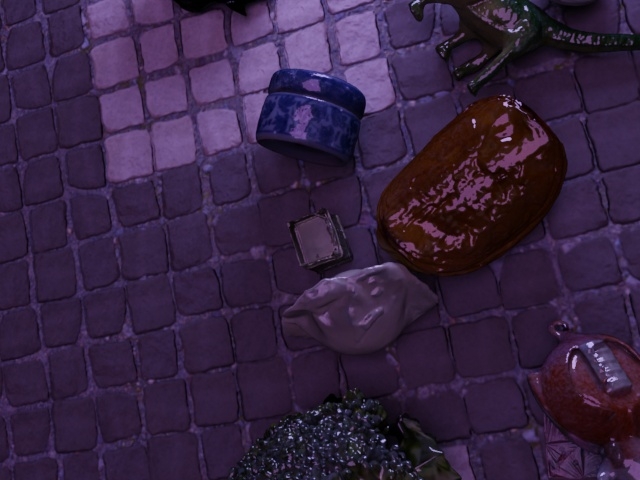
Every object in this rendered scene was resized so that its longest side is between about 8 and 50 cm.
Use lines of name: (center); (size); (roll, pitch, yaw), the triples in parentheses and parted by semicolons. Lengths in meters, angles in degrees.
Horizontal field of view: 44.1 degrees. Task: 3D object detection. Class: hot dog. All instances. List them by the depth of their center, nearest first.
hot dog: (0.202, -0.067, 1.092); (0.272, 0.122, 0.196); (-46, 72, 11)

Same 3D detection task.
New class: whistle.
whistle: (0.369, 0.240, 0.971); (0.133, 0.142, 0.346); (-62, 39, 41)

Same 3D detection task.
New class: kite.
kite: (0.357, 0.263, 1.067); (0.137, 0.005, 0.152); (40, 94, 16)

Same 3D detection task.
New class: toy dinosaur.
toy dinosaur: (0.300, -0.342, 1.114); (0.301, 0.087, 0.447); (-34, 82, 11)

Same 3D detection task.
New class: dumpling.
dumpling: (0.045, 0.090, 1.107); (0.229, 0.151, 0.124); (-20, 52, 14)

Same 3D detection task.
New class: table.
table: (0.000, 0.000, 1.160); (0.062, 0.083, 0.079); (-22, 77, 13)

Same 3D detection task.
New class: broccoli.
broccoli: (0.003, 0.361, 1.030); (0.318, 0.277, 0.338); (11, 95, -2)

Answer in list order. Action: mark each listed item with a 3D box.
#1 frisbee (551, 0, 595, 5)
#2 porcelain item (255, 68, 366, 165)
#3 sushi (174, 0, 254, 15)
frisbee: (0.342, -0.362, 1.109); (0.110, 0.014, 0.110); (4, 48, -4)
porcelain item: (-0.013, -0.181, 1.153); (0.147, 0.147, 0.114); (13, 87, 17)
sushi: (-0.174, -0.431, 1.246); (0.213, 0.115, 0.147); (2, 83, 16)
